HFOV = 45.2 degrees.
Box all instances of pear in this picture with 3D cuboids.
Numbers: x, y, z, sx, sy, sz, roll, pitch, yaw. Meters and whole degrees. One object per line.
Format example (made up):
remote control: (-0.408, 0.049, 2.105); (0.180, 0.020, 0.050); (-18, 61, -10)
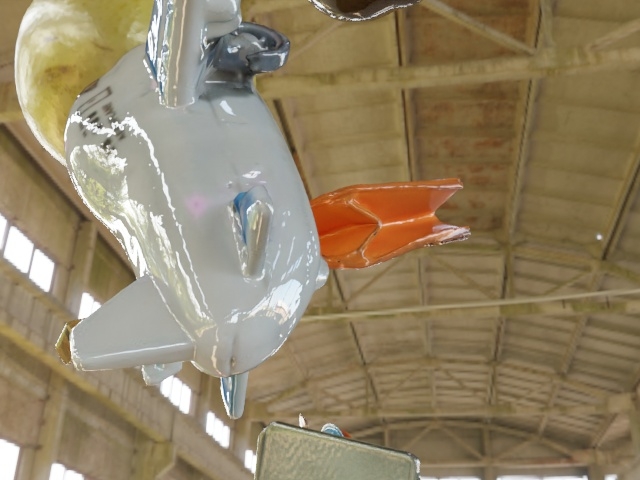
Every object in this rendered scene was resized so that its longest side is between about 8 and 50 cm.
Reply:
pear: (-0.261, -0.234, 1.105); (0.348, 0.348, 0.348); (1, -28, 1)

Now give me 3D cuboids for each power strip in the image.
power strip: (0.019, 0.326, 0.901); (0.213, 0.198, 0.064); (6, -4, 30)

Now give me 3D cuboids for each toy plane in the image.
toy plane: (-0.074, -0.028, 0.418); (0.122, 0.267, 0.267); (-1, -26, -18)

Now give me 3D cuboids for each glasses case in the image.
glasses case: (-0.249, 0.115, 0.996); (0.170, 0.041, 0.065); (-12, -28, -40)

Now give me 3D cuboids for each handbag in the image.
handbag: (0.000, 0.000, 1.248); (0.303, 0.116, 0.410); (-9, -3, -44)

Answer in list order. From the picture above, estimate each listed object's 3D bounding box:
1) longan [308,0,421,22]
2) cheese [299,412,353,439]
longan: (0.072, -0.464, 1.202); (0.258, 0.258, 0.258); (1, -28, 1)
cheese: (0.012, 0.293, 1.051); (0.037, 0.106, 0.256); (-13, 0, -17)
